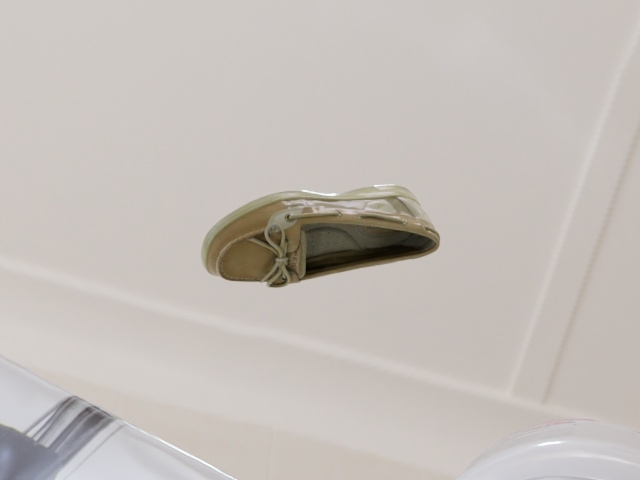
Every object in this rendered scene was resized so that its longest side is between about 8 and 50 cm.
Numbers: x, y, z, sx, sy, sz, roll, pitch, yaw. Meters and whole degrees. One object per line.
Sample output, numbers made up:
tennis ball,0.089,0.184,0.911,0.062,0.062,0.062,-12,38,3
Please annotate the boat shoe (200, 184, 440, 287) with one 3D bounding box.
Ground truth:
boat shoe,0.000,0.002,0.940,0.153,0.048,0.056,-8,-54,-21

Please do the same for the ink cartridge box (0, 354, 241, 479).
ink cartridge box,-0.075,0.152,0.471,0.129,0.307,0.223,-49,-44,-23

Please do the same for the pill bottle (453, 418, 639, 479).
pill bottle,0.117,0.166,0.666,0.160,0.283,0.160,-1,-95,11
